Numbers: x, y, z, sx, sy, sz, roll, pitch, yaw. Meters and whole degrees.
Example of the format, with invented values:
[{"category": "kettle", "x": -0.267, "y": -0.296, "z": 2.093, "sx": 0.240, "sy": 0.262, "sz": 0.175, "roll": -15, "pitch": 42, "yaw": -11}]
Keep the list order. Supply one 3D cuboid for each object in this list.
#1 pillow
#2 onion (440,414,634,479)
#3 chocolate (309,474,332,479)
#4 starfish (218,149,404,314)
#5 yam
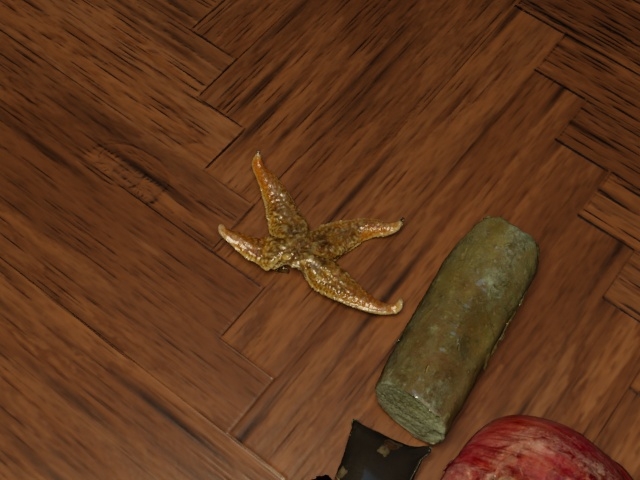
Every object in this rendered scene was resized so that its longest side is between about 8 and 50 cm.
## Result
[{"category": "pillow", "x": 0.051, "y": 0.272, "z": 1.051, "sx": 0.090, "sy": 0.048, "sz": 0.150, "roll": 24, "pitch": 64, "yaw": 1}, {"category": "onion", "x": 0.254, "y": 0.301, "z": 1.005, "sx": 0.283, "sy": 0.120, "sz": 0.227, "roll": 28, "pitch": 68, "yaw": 12}, {"category": "chocolate", "x": -0.016, "y": 0.323, "z": 0.918, "sx": 0.224, "sy": 0.177, "sz": 0.206, "roll": -10, "pitch": 72, "yaw": 2}, {"category": "starfish", "x": 0.000, "y": 0.000, "z": 1.202, "sx": 0.247, "sy": 0.050, "sz": 0.138, "roll": 26, "pitch": 62, "yaw": 4}, {"category": "yam", "x": 0.157, "y": 0.096, "z": 1.121, "sx": 0.106, "sy": 0.106, "sz": 0.259, "roll": 28, "pitch": 63, "yaw": 13}]
